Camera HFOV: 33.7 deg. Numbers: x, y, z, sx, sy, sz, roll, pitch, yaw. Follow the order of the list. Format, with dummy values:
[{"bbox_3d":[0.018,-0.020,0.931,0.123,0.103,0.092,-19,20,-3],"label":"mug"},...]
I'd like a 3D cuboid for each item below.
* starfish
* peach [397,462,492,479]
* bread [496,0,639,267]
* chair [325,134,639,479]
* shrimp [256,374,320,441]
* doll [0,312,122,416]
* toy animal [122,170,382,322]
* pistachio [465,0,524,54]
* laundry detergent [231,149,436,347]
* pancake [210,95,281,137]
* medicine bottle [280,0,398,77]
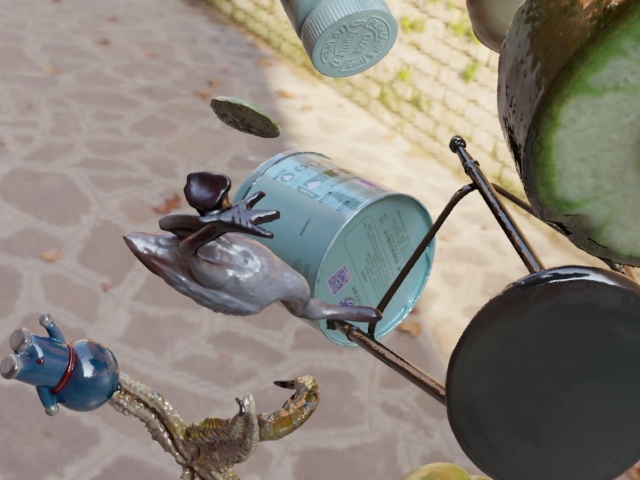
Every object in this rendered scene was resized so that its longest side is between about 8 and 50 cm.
[{"bbox_3d":[-0.177,0.333,1.463,0.132,0.398,0.383,-14,4,-42],"label":"starfish"},{"bbox_3d":[0.215,0.537,1.756,0.281,0.316,0.314,14,6,13],"label":"peach"},{"bbox_3d":[0.340,-0.137,0.912,0.366,0.382,0.129,-10,47,0],"label":"bread"},{"bbox_3d":[0.281,0.127,1.482,0.362,0.365,0.410,32,8,-15],"label":"chair"},{"bbox_3d":[-0.084,0.296,1.842,0.217,0.051,0.150,-21,27,36],"label":"shrimp"},{"bbox_3d":[-0.301,0.154,1.255,0.152,0.114,0.085,23,-11,-36],"label":"doll"},{"bbox_3d":[-0.084,0.038,1.173,0.195,0.324,0.090,-3,61,28],"label":"toy animal"},{"bbox_3d":[0.346,-0.395,1.867,0.223,0.152,0.126,49,35,18],"label":"pistachio"},{"bbox_3d":[0.000,0.000,1.883,0.287,0.287,0.305,-13,29,-40],"label":"laundry detergent"},{"bbox_3d":[-0.105,-0.171,1.467,0.108,0.017,0.108,17,-18,5],"label":"pancake"},{"bbox_3d":[-0.001,-0.442,1.786,0.158,0.158,0.318,-5,56,-29],"label":"medicine bottle"}]
